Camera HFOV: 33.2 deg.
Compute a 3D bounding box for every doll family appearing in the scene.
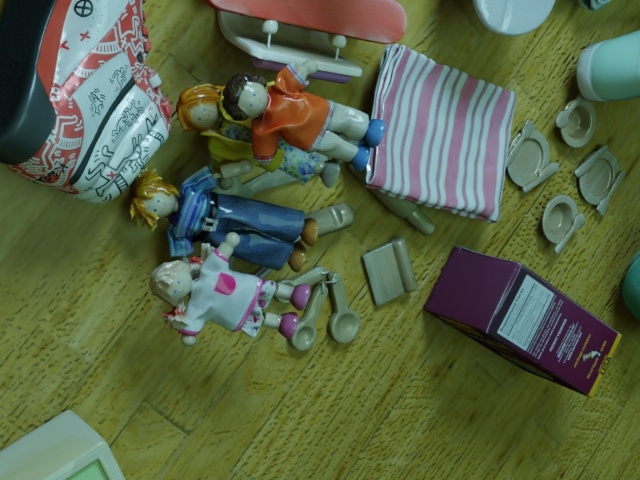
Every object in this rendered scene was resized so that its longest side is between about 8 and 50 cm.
[{"bbox_3d":[-0.074,-0.043,0.926,0.163,0.118,0.263,18,104,-24],"label":"doll family"}]

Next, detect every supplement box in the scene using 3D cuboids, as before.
[{"bbox_3d":[0.218,0.087,1.147,0.188,0.104,0.080,31,83,-34],"label":"supplement box"}]

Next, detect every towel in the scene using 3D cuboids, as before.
[{"bbox_3d":[0.126,-0.103,1.069,0.197,0.029,0.144,13,83,-39],"label":"towel"}]

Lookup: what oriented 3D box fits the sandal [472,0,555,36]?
[{"bbox_3d":[0.176,-0.312,1.058,0.102,0.076,0.265,17,69,-31],"label":"sandal"}]

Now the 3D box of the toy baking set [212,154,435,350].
[{"bbox_3d":[0.005,-0.005,1.030,0.196,0.030,0.256,-51,122,-14],"label":"toy baking set"}]

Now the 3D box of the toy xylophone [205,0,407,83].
[{"bbox_3d":[-0.030,-0.298,0.913,0.236,0.081,0.322,-4,102,-32],"label":"toy xylophone"}]

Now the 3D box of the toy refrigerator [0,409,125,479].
[{"bbox_3d":[-0.281,0.260,0.858,0.269,0.094,0.102,-31,116,-24],"label":"toy refrigerator"}]

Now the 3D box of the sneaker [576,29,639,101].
[{"bbox_3d":[0.419,-0.204,1.185,0.256,0.151,0.094,-26,112,-36],"label":"sneaker"}]

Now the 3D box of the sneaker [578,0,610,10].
[{"bbox_3d":[0.316,-0.287,1.162,0.191,0.071,0.083,6,103,-26],"label":"sneaker"}]

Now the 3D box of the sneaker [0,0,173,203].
[{"bbox_3d":[-0.171,-0.164,0.852,0.145,0.090,0.270,36,67,-52],"label":"sneaker"}]

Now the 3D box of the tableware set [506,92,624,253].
[{"bbox_3d":[0.277,-0.079,1.202,0.141,0.020,0.168,-44,121,-18],"label":"tableware set"}]

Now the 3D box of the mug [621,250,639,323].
[{"bbox_3d":[0.419,0.059,1.274,0.129,0.097,0.157,-19,146,-29],"label":"mug"}]
